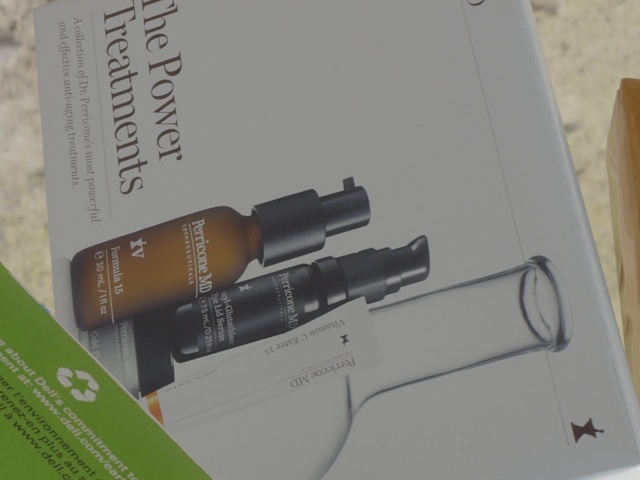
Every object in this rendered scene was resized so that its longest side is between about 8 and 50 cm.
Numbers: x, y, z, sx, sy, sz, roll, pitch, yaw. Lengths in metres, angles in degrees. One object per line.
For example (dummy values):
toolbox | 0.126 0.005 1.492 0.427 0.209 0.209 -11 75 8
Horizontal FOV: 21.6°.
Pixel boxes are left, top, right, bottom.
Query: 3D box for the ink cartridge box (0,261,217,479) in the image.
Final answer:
ink cartridge box | -0.090 0.159 0.522 0.189 0.255 0.097 -55 164 27

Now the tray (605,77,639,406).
tray | 0.292 0.046 1.025 0.203 0.411 0.076 5 130 1

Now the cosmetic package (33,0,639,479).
cosmetic package | 0.000 0.000 0.905 0.284 0.377 0.097 -16 149 9
